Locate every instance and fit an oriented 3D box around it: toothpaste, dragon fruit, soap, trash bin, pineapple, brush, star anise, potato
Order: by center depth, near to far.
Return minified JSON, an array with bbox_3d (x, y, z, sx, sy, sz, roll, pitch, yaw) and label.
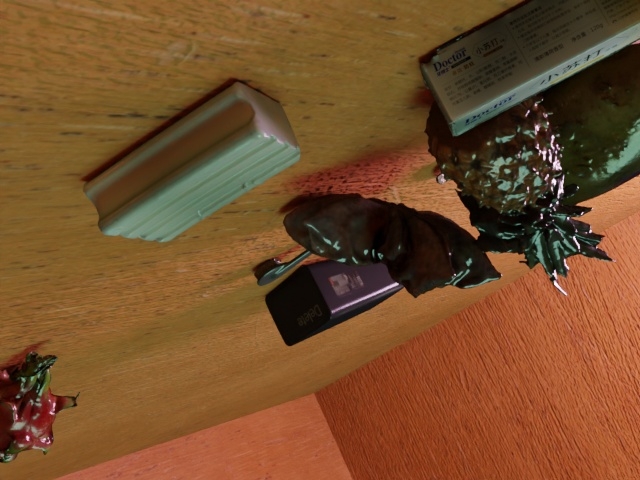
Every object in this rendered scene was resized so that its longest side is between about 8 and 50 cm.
[{"bbox_3d":[-0.126,-0.073,0.860,0.198,0.066,0.119,-30,166,17],"label":"soap"},{"bbox_3d":[0.266,-0.227,0.928,0.313,0.089,0.071,-27,170,7],"label":"toothpaste"},{"bbox_3d":[0.265,-0.052,1.113,0.166,0.165,0.364,-28,132,11],"label":"pineapple"},{"bbox_3d":[0.099,0.001,1.187,0.315,0.315,0.108,-3,114,-55],"label":"star anise"},{"bbox_3d":[0.402,-0.161,1.216,0.307,0.173,0.210,-37,163,31],"label":"potato"},{"bbox_3d":[-0.471,0.258,1.348,0.236,0.135,0.137,-49,153,16],"label":"dragon fruit"},{"bbox_3d":[0.000,0.000,1.421,0.266,0.027,0.062,-33,165,13],"label":"brush"},{"bbox_3d":[0.036,0.105,1.660,0.226,0.115,0.165,-15,163,-41],"label":"trash bin"}]

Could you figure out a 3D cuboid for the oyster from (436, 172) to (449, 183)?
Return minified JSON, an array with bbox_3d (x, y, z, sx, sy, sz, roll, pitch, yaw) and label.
[{"bbox_3d":[0.209,-0.111,1.373,0.054,0.019,0.083,-27,163,0],"label":"oyster"}]
